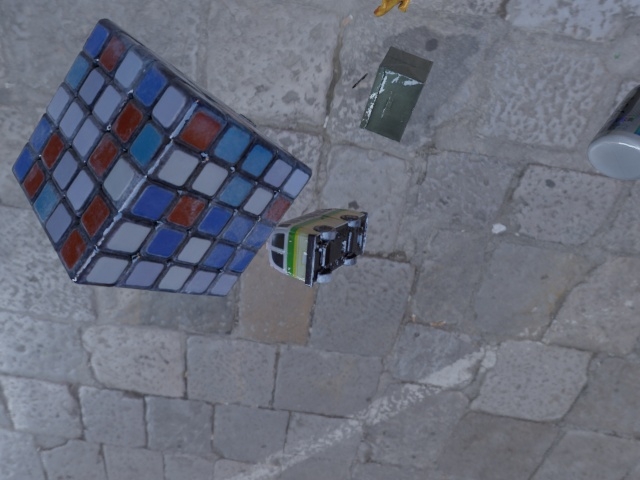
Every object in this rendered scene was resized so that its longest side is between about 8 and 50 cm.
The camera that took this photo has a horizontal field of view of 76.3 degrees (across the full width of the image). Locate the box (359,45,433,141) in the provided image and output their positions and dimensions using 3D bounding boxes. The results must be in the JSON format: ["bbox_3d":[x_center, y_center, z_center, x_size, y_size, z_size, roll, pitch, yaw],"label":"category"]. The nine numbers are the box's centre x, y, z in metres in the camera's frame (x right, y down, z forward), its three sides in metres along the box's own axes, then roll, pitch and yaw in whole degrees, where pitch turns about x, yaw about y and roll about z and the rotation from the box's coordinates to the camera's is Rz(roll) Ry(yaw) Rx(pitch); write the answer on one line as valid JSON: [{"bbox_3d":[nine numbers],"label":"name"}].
[{"bbox_3d":[0.241,-0.469,1.325,0.149,0.155,0.231,22,141,4],"label":"box"}]

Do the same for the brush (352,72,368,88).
[{"bbox_3d":[0.140,-0.567,1.448,0.083,0.024,0.008,-47,119,-12],"label":"brush"}]

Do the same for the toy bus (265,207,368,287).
[{"bbox_3d":[0.000,0.000,1.135,0.179,0.305,0.143,15,112,29],"label":"toy bus"}]

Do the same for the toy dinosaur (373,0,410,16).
[{"bbox_3d":[0.189,-0.579,0.857,0.070,0.288,0.117,-4,85,-23],"label":"toy dinosaur"}]

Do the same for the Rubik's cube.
[{"bbox_3d":[-0.245,-0.109,0.661,0.293,0.292,0.287,-51,151,10],"label":"Rubik's cube"}]

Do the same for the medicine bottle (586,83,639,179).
[{"bbox_3d":[0.567,-0.205,0.710,0.107,0.107,0.191,44,80,-20],"label":"medicine bottle"}]
